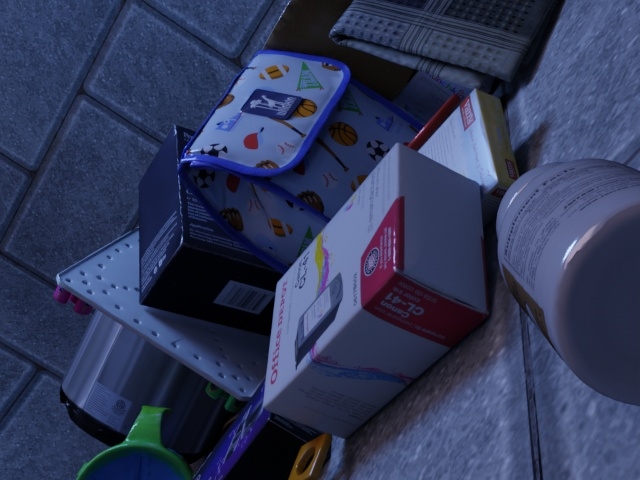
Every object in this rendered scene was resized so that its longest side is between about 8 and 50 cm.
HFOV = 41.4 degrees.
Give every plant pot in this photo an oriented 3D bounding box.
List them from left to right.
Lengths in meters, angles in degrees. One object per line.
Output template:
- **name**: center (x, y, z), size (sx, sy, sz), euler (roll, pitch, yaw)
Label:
- **plant pot**: center (0.057, -0.378, 1.569), size (0.237, 0.254, 0.237), euler (-57, 9, 13)

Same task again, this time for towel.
- **towel**: center (0.226, -0.392, 1.428), size (0.312, 0.324, 0.056), euler (-57, -25, -31)

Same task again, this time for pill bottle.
- **pill bottle**: center (0.196, 0.012, 0.592), size (0.131, 0.131, 0.229), euler (-55, 8, 11)

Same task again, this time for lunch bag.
- **lunch bag**: center (-0.015, -0.127, 1.453), size (0.239, 0.385, 0.327), euler (-47, 12, 50)

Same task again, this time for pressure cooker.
- **pressure cooker**: center (-0.325, 0.233, 1.860), size (0.420, 0.370, 0.375), euler (-65, 24, 2)

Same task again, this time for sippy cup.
- **sippy cup**: center (-0.326, 0.482, 1.580), size (0.305, 0.240, 0.224), euler (-49, -4, -6)

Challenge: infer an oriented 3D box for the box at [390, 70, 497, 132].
- **box**: center (0.263, -0.352, 1.603), size (0.262, 0.127, 0.231), euler (-61, 8, -25)

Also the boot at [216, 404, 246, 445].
- **boot**: center (-0.122, 0.309, 1.472), size (0.219, 0.082, 0.106), euler (-52, 12, 39)

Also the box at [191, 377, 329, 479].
- **box**: center (-0.095, 0.323, 1.206), size (0.261, 0.103, 0.184), euler (-54, 6, 17)

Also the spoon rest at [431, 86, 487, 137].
- **spoon rest**: center (0.206, -0.156, 1.331), size (0.137, 0.084, 0.276), euler (-50, 11, 37)

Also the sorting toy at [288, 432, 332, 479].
- **sorting toy**: center (-0.047, 0.374, 0.929), size (0.196, 0.047, 0.347), euler (-35, 23, 58)

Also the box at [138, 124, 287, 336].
- **box**: center (-0.152, -0.008, 1.599), size (0.179, 0.343, 0.312), euler (-50, 35, 35)

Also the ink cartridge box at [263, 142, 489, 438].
- **ink cartridge box**: center (0.061, 0.068, 1.038), size (0.306, 0.131, 0.226), euler (-48, 25, 38)

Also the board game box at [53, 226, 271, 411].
- **board game box**: center (-0.244, 0.126, 1.593), size (0.050, 0.390, 0.390), euler (-60, -4, 22)

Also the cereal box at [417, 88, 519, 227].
- **cereal box**: center (0.168, -0.064, 1.148), size (0.240, 0.047, 0.173), euler (-48, 34, 42)

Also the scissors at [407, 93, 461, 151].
- **scissors**: center (0.110, -0.112, 1.233), size (0.297, 0.021, 0.109), euler (-46, -1, -31)
